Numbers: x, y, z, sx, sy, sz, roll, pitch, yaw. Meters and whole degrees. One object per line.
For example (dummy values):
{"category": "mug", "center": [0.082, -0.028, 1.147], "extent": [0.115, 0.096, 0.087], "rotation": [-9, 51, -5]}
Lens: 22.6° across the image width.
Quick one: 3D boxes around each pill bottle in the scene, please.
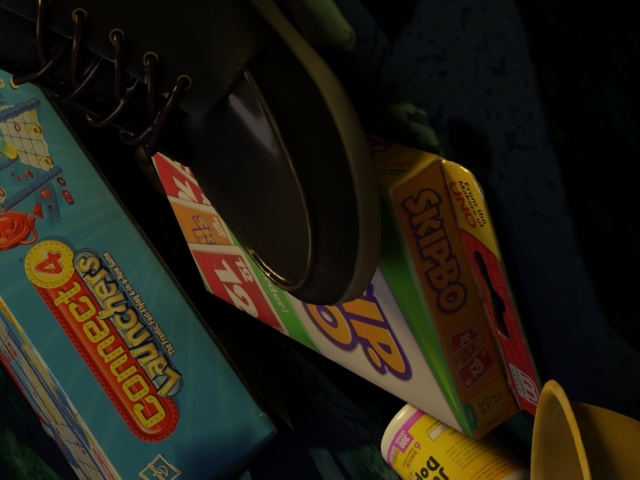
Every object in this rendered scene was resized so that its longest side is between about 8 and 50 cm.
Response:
{"category": "pill bottle", "center": [0.067, 0.106, 0.699], "extent": [0.083, 0.043, 0.043], "rotation": [43, 154, 33]}

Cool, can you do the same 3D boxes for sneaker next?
{"category": "sneaker", "center": [-0.071, -0.058, 0.626], "extent": [0.222, 0.118, 0.083], "rotation": [59, 143, 19]}

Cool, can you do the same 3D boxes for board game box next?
{"category": "board game box", "center": [-0.161, 0.040, 0.999], "extent": [0.302, 0.086, 0.308], "rotation": [55, 165, 8]}
{"category": "board game box", "center": [0.000, 0.000, 0.721], "extent": [0.259, 0.039, 0.124], "rotation": [21, 138, 53]}

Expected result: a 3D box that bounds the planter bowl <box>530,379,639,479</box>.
{"category": "planter bowl", "center": [0.126, 0.152, 0.521], "extent": [0.217, 0.090, 0.217], "rotation": [-3, -90, -89]}
